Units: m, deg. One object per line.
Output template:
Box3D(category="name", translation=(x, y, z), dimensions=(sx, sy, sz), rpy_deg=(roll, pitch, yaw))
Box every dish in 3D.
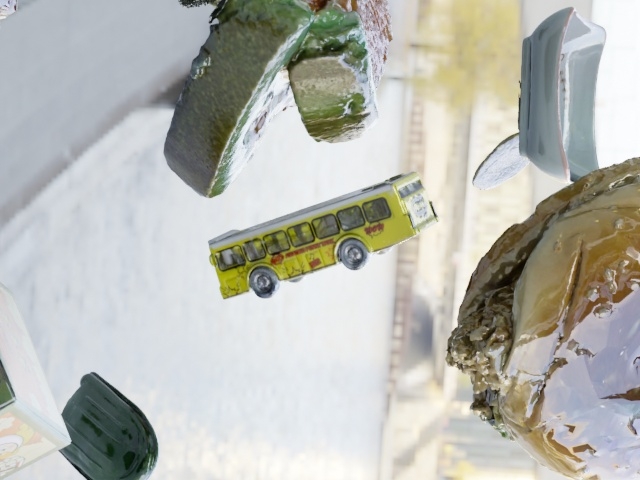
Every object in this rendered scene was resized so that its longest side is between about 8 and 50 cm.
Box3D(category="dish", translation=(0.296, -0.172, 1.927), dimensions=(0.151, 0.077, 0.212), rpy_deg=(11, 80, -63))

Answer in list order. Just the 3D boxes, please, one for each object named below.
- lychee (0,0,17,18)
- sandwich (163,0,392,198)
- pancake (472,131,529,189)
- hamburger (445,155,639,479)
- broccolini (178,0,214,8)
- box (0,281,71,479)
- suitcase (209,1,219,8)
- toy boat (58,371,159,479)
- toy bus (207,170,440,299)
Box3D(category="lychee", translation=(-0.336, -0.238, 1.072), dimensions=(0.330, 0.306, 0.306), rpy_deg=(-61, 179, 6))
Box3D(category="sandwich", translation=(-0.008, -0.164, 1.487), dimensions=(0.250, 0.162, 0.301), rpy_deg=(-57, 175, 39))
Box3D(category="pancake", translation=(0.247, -0.105, 2.057), dimensions=(0.011, 0.115, 0.115), rpy_deg=(54, -17, 27))
Box3D(category="hamburger", translation=(0.220, 0.060, 1.151), dimensions=(0.146, 0.286, 0.243), rpy_deg=(48, -56, 56))
Box3D(category="broccolini", translation=(-0.119, -0.312, 1.556), dimensions=(0.052, 0.054, 0.194), rpy_deg=(136, -40, -64))
Box3D(category="box", translation=(-0.364, 0.136, 1.421), dimensions=(0.177, 0.195, 0.148), rpy_deg=(64, 1, 27))
Box3D(category="suitcase", translation=(-0.061, -0.336, 1.771), dimensions=(0.143, 0.194, 0.235), rpy_deg=(-58, 176, -23))
Box3D(category="toy boat", translation=(-0.249, 0.224, 1.794), dimensions=(0.210, 0.052, 0.104), rpy_deg=(26, -96, 52))
Box3D(category="toy bus", translation=(0.000, 0.000, 1.525), dimensions=(0.081, 0.226, 0.074), rpy_deg=(-30, 100, -60))
